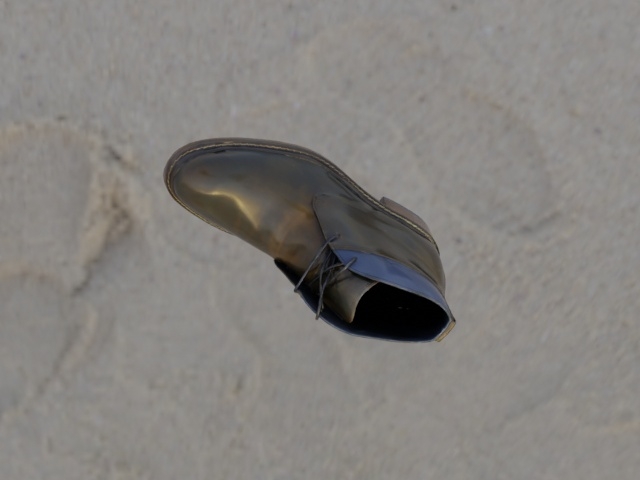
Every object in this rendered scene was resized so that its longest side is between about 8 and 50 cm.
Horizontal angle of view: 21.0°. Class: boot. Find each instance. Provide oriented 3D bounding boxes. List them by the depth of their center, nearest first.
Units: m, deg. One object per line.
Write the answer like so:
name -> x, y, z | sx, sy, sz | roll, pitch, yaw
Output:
boot -> 0.000, 0.000, 1.176 | 0.219, 0.082, 0.106 | 20, 25, -26
